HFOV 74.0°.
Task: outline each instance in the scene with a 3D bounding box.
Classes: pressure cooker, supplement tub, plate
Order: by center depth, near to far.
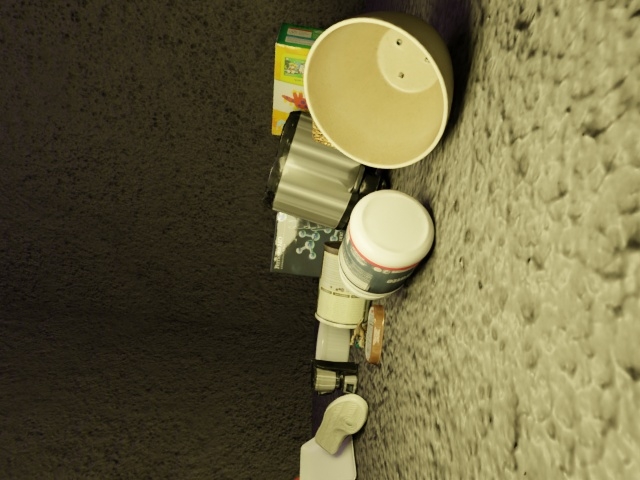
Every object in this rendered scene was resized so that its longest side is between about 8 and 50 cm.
[{"bbox_3d":[0.146,0.022,1.037,0.272,0.190,0.191,103,173,-62],"label":"supplement tub"},{"bbox_3d":[0.033,-0.231,1.525,0.376,0.419,0.370,115,170,-46],"label":"pressure cooker"},{"bbox_3d":[0.032,0.834,1.587,0.278,0.045,0.277,-41,19,18],"label":"plate"}]

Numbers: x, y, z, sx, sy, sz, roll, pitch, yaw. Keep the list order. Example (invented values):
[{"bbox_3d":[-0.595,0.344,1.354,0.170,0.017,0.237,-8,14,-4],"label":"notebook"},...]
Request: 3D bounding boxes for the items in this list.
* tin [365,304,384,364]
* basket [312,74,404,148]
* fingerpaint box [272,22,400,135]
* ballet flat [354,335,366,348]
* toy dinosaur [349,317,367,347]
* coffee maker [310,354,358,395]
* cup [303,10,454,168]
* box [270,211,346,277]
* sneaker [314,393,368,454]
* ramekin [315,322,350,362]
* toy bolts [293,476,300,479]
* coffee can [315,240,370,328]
[{"bbox_3d":[0.173,0.301,1.361,0.106,0.040,0.190,150,127,-80],"label":"tin"},{"bbox_3d":[0.127,-0.406,1.278,0.223,0.298,0.214,102,175,-49],"label":"basket"},{"bbox_3d":[0.056,-0.550,1.559,0.371,0.443,0.163,100,176,-52],"label":"fingerpaint box"},{"bbox_3d":[0.151,0.371,1.574,0.114,0.041,0.041,107,169,-67],"label":"ballet flat"},{"bbox_3d":[0.129,0.309,1.424,0.183,0.053,0.093,55,-136,-65],"label":"toy dinosaur"},{"bbox_3d":[0.054,0.524,1.682,0.171,0.178,0.120,-90,10,-46],"label":"coffee maker"},{"bbox_3d":[0.161,-0.367,0.961,0.237,0.330,0.331,-53,-15,-35],"label":"cup"},{"bbox_3d":[0.000,0.000,1.812,0.212,0.394,0.294,-121,38,-85],"label":"box"},{"bbox_3d":[0.088,0.615,1.511,0.148,0.131,0.350,-41,-17,-48],"label":"sneaker"},{"bbox_3d":[0.058,0.500,2.029,0.277,0.135,0.278,-173,90,-86],"label":"ramekin"},{"bbox_3d":[0.028,0.984,1.699,0.228,0.158,0.219,-10,112,56],"label":"toy bolts"},{"bbox_3d":[0.094,0.156,1.554,0.201,0.201,0.276,-102,19,-80],"label":"coffee can"}]
